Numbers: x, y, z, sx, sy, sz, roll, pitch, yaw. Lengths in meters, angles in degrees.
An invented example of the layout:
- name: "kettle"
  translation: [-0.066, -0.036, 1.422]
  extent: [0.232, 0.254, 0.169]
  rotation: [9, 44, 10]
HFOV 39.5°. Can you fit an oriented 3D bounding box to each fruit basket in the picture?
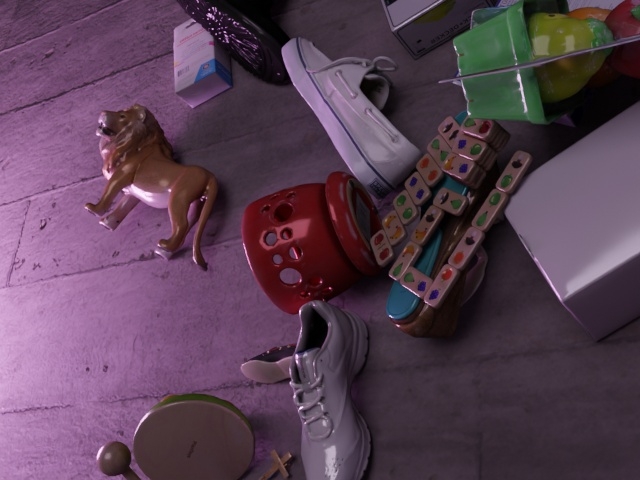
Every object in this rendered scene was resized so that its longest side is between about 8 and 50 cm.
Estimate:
- name: "fruit basket"
  translation: [0.362, -0.262, 1.132]
  extent: [0.353, 0.327, 0.166]
  rotation: [-15, 97, 32]

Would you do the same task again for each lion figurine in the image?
- name: "lion figurine"
  translation: [-0.300, -0.108, 1.695]
  extent: [0.392, 0.142, 0.240]
  rotation: [27, 75, 27]

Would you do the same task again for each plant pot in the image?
- name: "plant pot"
  translation: [0.000, 0.000, 1.368]
  extent: [0.174, 0.191, 0.191]
  rotation: [-21, 55, 20]

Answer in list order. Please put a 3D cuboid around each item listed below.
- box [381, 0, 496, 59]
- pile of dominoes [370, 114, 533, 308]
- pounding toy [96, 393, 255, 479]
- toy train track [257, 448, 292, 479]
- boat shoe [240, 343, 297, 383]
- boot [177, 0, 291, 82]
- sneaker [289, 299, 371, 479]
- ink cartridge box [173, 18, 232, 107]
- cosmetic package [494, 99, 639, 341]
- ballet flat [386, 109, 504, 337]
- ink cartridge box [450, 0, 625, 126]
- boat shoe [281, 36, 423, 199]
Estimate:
- name: "box"
  translation: [0.182, -0.479, 1.566]
  extent: [0.169, 0.087, 0.290]
  rotation: [-27, 53, 21]
- name: "pile of dominoes"
  translation: [0.158, -0.055, 1.210]
  extent: [0.251, 0.040, 0.196]
  rotation: [-58, 36, 1]
- name: "pounding toy"
  translation: [-0.212, 0.303, 1.387]
  extent: [0.237, 0.183, 0.110]
  rotation: [-38, 24, 17]
- name: "toy train track"
  translation: [-0.070, 0.348, 1.342]
  extent: [0.083, 0.014, 0.048]
  rotation: [-44, 55, 15]
- name: "boat shoe"
  translation: [-0.069, 0.194, 1.407]
  extent: [0.133, 0.049, 0.042]
  rotation: [-17, 29, 36]
- name: "boot"
  translation: [-0.102, -0.489, 1.749]
  extent: [0.260, 0.131, 0.348]
  rotation: [-39, 68, -16]
- name: "sneaker"
  translation: [-0.001, 0.224, 1.283]
  extent: [0.111, 0.129, 0.297]
  rotation: [-17, 58, 25]
- name: "ink cartridge box"
  translation: [-0.243, -0.376, 1.829]
  extent: [0.104, 0.061, 0.181]
  rotation: [-23, 55, 23]
- name: "cosmetic package"
  translation: [0.434, -0.062, 1.114]
  extent: [0.365, 0.155, 0.197]
  rotation: [-34, 50, 16]
- name: "ballet flat"
  translation: [0.199, -0.015, 1.275]
  extent: [0.116, 0.124, 0.342]
  rotation: [-6, 61, 55]
- name: "ink cartridge box"
  translation: [0.347, -0.299, 1.377]
  extent: [0.224, 0.045, 0.223]
  rotation: [27, 83, 41]
- name: "boat shoe"
  translation: [0.066, -0.246, 1.490]
  extent: [0.156, 0.136, 0.367]
  rotation: [-38, 53, 13]
